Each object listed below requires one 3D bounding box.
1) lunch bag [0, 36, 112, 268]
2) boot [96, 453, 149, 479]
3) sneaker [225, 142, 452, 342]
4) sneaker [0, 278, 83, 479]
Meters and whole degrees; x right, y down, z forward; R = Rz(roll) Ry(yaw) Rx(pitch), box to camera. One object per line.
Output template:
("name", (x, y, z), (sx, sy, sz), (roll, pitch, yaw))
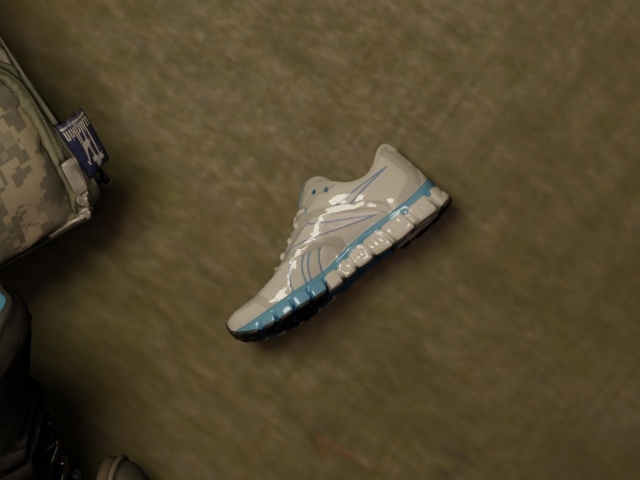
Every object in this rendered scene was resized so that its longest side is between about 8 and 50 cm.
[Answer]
("lunch bag", (-0.335, -0.054, 0.917), (0.305, 0.212, 0.256), (-35, 99, -18))
("boot", (-0.055, 0.242, 0.983), (0.209, 0.076, 0.189), (-7, 104, 14))
("sneaker", (0.000, 0.000, 0.976), (0.191, 0.071, 0.083), (-38, 80, -1))
("sneaker", (-0.222, 0.155, 0.931), (0.140, 0.125, 0.340), (18, 135, -1))
